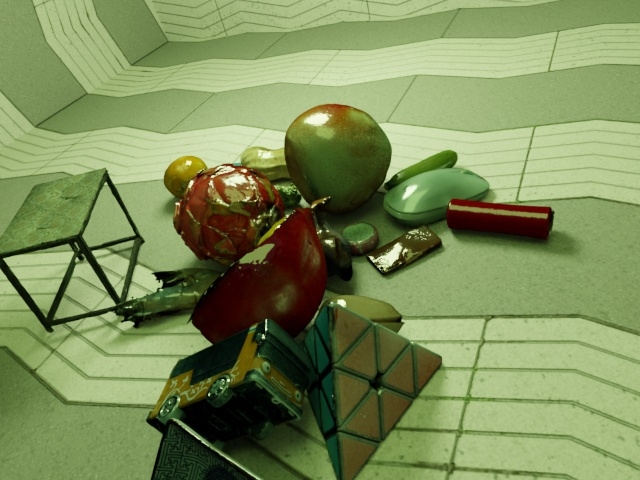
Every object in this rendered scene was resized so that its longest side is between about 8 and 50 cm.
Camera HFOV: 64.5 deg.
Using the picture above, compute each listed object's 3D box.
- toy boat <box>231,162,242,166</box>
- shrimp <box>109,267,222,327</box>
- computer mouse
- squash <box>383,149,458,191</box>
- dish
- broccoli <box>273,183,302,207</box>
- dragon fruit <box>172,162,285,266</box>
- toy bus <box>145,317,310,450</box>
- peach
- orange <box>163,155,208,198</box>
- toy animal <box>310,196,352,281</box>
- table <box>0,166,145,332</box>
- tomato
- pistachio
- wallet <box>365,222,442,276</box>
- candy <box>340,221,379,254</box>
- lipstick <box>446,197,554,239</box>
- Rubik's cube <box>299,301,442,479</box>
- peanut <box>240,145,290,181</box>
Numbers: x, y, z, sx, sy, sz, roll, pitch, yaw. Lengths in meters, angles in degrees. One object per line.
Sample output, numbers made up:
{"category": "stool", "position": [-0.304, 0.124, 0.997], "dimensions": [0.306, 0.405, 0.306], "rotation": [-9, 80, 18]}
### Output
{"category": "toy boat", "position": [-0.299, -0.205, 1.698], "dimensions": [0.069, 0.059, 0.173], "rotation": [0, 40, 21]}
{"category": "shrimp", "position": [-0.386, 0.124, 1.311], "dimensions": [0.289, 0.075, 0.178], "rotation": [-19, 29, -1]}
{"category": "computer mouse", "position": [0.304, -0.136, 1.354], "dimensions": [0.288, 0.097, 0.159], "rotation": [-25, 36, -10]}
{"category": "squash", "position": [0.287, -0.193, 1.455], "dimensions": [0.252, 0.066, 0.066], "rotation": [-25, 38, -13]}
{"category": "dish", "position": [-0.163, 0.411, 0.817], "dimensions": [0.243, 0.182, 0.080], "rotation": [19, 6, 33]}
{"category": "broccoli", "position": [-0.109, -0.142, 1.524], "dimensions": [0.095, 0.092, 0.097], "rotation": [-26, 54, 9]}
{"category": "dragon fruit", "position": [-0.234, -0.068, 1.333], "dimensions": [0.342, 0.278, 0.277], "rotation": [6, 42, 29]}
{"category": "toy bus", "position": [-0.158, 0.266, 0.914], "dimensions": [0.275, 0.138, 0.167], "rotation": [-28, 27, 29]}
{"category": "peach", "position": [-0.099, 0.105, 1.081], "dimensions": [0.362, 0.201, 0.258], "rotation": [-47, 2, -11]}
{"category": "orange", "position": [-0.441, -0.206, 1.691], "dimensions": [0.154, 0.155, 0.134], "rotation": [-35, 83, -23]}
{"category": "toy animal", "position": [0.000, 0.000, 1.238], "dimensions": [0.122, 0.186, 0.298], "rotation": [-32, 14, -16]}
{"category": "table", "position": [-0.653, 0.021, 1.371], "dimensions": [0.222, 0.272, 0.335], "rotation": [-14, 37, 1]}
{"category": "tomato", "position": [0.045, -0.216, 1.396], "dimensions": [0.303, 0.304, 0.239], "rotation": [-17, 35, -1]}
{"category": "pistachio", "position": [0.078, 0.165, 1.043], "dimensions": [0.185, 0.126, 0.108], "rotation": [-3, 76, -4]}
{"category": "wallet", "position": [0.207, 0.020, 1.250], "dimensions": [0.176, 0.026, 0.095], "rotation": [-26, 40, -11]}
{"category": "candy", "position": [0.100, -0.005, 1.308], "dimensions": [0.103, 0.043, 0.103], "rotation": [-11, 35, 8]}
{"category": "lipstick", "position": [0.426, -0.053, 1.217], "dimensions": [0.241, 0.080, 0.080], "rotation": [9, 44, 30]}
{"category": "Rubik's cube", "position": [0.058, 0.245, 0.924], "dimensions": [0.228, 0.233, 0.229], "rotation": [44, 105, 10]}
{"category": "peanut", "position": [-0.141, -0.249, 1.652], "dimensions": [0.274, 0.111, 0.125], "rotation": [2, 45, 23]}
